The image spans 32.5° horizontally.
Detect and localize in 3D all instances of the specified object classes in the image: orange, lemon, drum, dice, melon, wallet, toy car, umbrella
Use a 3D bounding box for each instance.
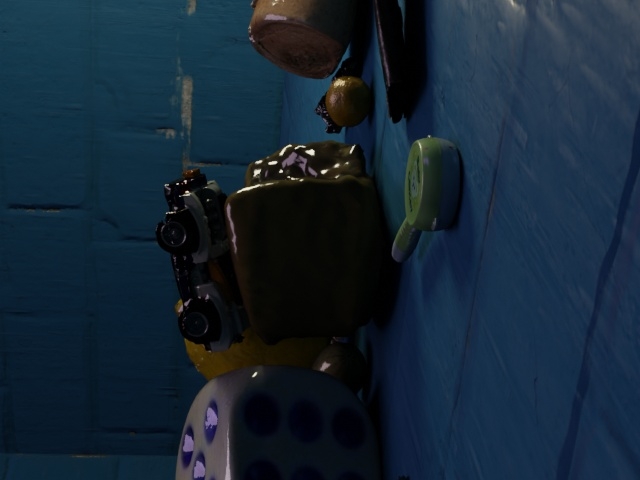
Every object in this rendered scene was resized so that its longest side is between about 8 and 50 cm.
[{"bbox_3d":[0.052,-0.250,1.988,0.085,0.085,0.095,-100,10,-59],"label":"orange"},{"bbox_3d":[-0.121,0.168,2.052,0.245,0.320,0.245,-43,37,47],"label":"lemon"},{"bbox_3d":[0.130,-0.023,1.410,0.253,0.049,0.130,100,170,-47],"label":"drum"},{"bbox_3d":[-0.077,0.401,1.824,0.304,0.277,0.304,128,148,-54],"label":"dice"},{"bbox_3d":[0.033,0.230,1.930,0.130,0.098,0.098,104,167,-59],"label":"melon"},{"bbox_3d":[0.099,-0.343,1.640,0.172,0.045,0.318,64,-161,-73],"label":"wallet"},{"bbox_3d":[-0.187,0.032,1.813,0.193,0.118,0.301,-47,-52,-75],"label":"toy car"},{"bbox_3d":[0.036,-0.290,2.206,0.080,0.071,0.224,58,157,14],"label":"umbrella"}]

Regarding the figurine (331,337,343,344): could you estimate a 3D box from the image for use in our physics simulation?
[{"bbox_3d":[0.004,0.188,2.301,0.187,0.083,0.083,-139,51,-69],"label":"figurine"}]

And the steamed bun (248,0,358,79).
[{"bbox_3d":[-0.034,-0.457,2.144,0.301,0.199,0.251,136,148,-78],"label":"steamed bun"}]

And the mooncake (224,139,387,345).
[{"bbox_3d":[-0.020,-0.031,1.813,0.393,0.246,0.394,87,180,-55],"label":"mooncake"}]

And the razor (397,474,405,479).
[{"bbox_3d":[0.055,0.371,1.552,0.040,0.135,0.068,73,-166,-60],"label":"razor"}]
